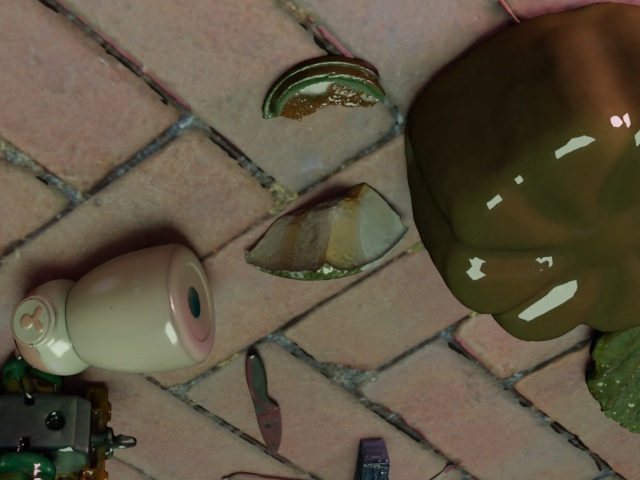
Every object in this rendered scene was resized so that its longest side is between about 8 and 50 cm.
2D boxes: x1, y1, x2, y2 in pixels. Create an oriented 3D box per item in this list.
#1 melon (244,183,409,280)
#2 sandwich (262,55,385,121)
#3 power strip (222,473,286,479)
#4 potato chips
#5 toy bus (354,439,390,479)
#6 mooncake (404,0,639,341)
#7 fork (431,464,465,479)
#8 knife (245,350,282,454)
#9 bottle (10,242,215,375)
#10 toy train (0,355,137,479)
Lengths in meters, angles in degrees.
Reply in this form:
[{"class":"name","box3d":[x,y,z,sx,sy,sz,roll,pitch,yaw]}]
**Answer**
[{"class":"melon","box3d":[0.001,0.005,1.227,0.202,0.139,0.093,-15,111,9]},{"class":"sandwich","box3d":[-0.003,-0.160,1.121,0.135,0.029,0.067,-17,132,8]},{"class":"power strip","box3d":[-0.062,0.393,1.628,0.191,0.030,0.047,12,130,-18]},{"class":"potato chips","box3d":[0.542,0.147,1.464,0.358,0.070,0.429,6,133,-18]},{"class":"toy bus","box3d":[0.075,0.377,1.610,0.047,0.065,0.166,-1,131,-8]},{"class":"mooncake","box3d":[0.286,-0.056,1.147,0.378,0.200,0.378,-4,134,-4]},{"class":"fork","box3d":[0.184,0.379,1.667,0.016,0.012,0.115,32,126,-27]},{"class":"knife","box3d":[-0.078,0.235,1.490,0.035,0.018,0.247,-11,136,-2]},{"class":"bottle","box3d":[-0.257,0.094,1.249,0.236,0.147,0.147,-11,134,12]},{"class":"toy train","box3d":[-0.459,0.289,1.380,0.429,0.178,0.249,1,142,-9]}]
